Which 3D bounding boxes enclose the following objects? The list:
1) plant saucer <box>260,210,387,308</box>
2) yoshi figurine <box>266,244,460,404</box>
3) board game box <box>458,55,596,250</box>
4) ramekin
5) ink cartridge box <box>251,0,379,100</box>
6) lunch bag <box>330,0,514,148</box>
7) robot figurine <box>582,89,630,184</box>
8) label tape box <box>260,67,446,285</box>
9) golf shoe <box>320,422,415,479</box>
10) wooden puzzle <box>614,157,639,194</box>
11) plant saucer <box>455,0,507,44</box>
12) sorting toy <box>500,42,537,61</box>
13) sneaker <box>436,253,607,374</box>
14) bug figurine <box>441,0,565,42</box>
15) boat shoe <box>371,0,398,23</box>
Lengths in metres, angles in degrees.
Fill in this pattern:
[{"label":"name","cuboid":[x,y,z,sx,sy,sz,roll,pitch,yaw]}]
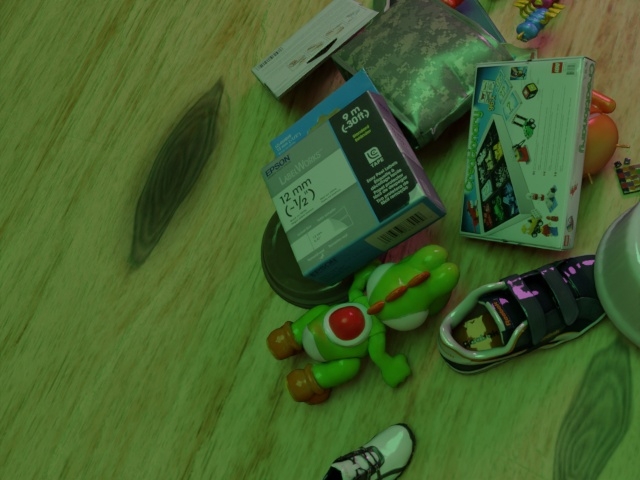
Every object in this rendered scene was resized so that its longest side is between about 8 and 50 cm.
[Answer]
[{"label":"plant saucer","cuboid":[0.000,0.000,1.264,0.278,0.041,0.277,-9,65,20]},{"label":"yoshi figurine","cuboid":[0.096,0.136,1.114,0.362,0.203,0.203,-36,23,20]},{"label":"board game box","cuboid":[0.341,-0.146,1.067,0.193,0.053,0.305,11,100,44]},{"label":"ramekin","cuboid":[0.556,0.036,0.913,0.278,0.135,0.277,-3,69,8]},{"label":"ink cartridge box","cuboid":[-0.007,-0.413,1.385,0.275,0.060,0.239,-39,35,4]},{"label":"lunch bag","cuboid":[0.205,-0.326,1.242,0.235,0.169,0.287,-40,54,3]},{"label":"robot figurine","cuboid":[0.422,-0.192,1.112,0.158,0.128,0.219,-22,53,-27]},{"label":"label tape box","cuboid":[0.030,-0.131,1.128,0.249,0.115,0.347,-34,63,20]},{"label":"golf shoe","cuboid":[0.072,0.374,1.036,0.198,0.094,0.077,-43,57,-1]},{"label":"wooden puzzle","cuboid":[0.542,-0.108,1.091,0.050,0.006,0.083,-13,63,18]},{"label":"plant saucer","cuboid":[0.325,-0.461,1.337,0.067,0.018,0.192,-27,61,11]},{"label":"sorting toy","cuboid":[0.393,-0.350,1.246,0.075,0.045,0.083,-11,63,11]},{"label":"sneaker","cuboid":[0.337,0.113,1.016,0.321,0.127,0.126,-32,58,6]},{"label":"bug figurine","cuboid":[0.377,-0.489,1.277,0.216,0.072,0.279,-41,54,-20]},{"label":"boat shoe","cuboid":[0.160,-0.518,1.408,0.081,0.069,0.227,-30,43,57]}]
